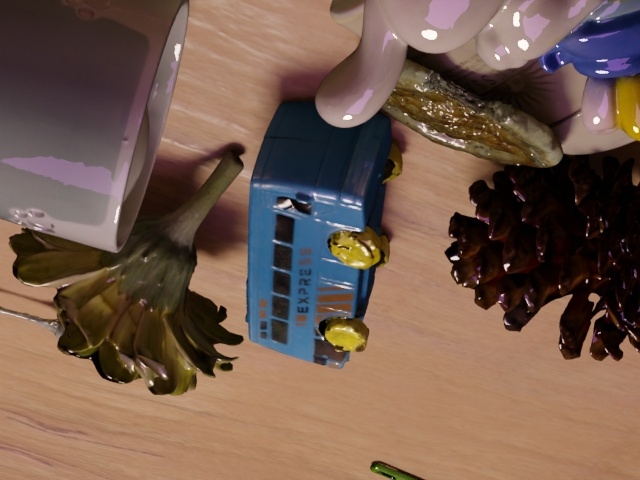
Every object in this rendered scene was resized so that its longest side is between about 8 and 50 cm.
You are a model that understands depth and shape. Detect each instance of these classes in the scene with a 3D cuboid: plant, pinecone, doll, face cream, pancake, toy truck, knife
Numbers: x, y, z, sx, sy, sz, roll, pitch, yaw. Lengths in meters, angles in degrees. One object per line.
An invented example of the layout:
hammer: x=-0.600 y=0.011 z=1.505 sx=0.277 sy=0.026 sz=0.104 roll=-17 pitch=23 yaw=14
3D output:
plant: x=-0.201 y=0.054 z=1.845 sx=0.297 sy=0.261 sz=0.306 roll=-20 pitch=148 yaw=34
pinecone: x=0.275 y=0.015 z=1.730 sx=0.292 sy=0.246 sz=0.246 roll=8 pitch=152 yaw=38
doll: x=0.197 y=-0.254 z=1.380 sx=0.366 sy=0.187 sz=0.376 roll=12 pitch=136 yaw=-13
face cream: x=0.193 y=-0.192 z=1.571 sx=0.349 sy=0.081 sz=0.173 roll=28 pitch=146 yaw=-27
pancake: x=0.141 y=-0.132 z=1.614 sx=0.254 sy=0.037 sz=0.253 roll=24 pitch=174 yaw=3
toy truck: x=0.000 y=0.000 z=1.823 sx=0.162 sy=0.161 sz=0.385 roll=14 pitch=147 yaw=6
knife: x=0.161 y=0.402 z=2.499 sx=0.212 sy=0.015 sz=0.054 roll=26 pitch=149 yaw=-27

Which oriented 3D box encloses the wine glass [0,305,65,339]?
wine glass: x=-0.350 y=0.125 z=2.143 sx=0.262 sy=0.074 sz=0.074 roll=18 pitch=144 yaw=-16

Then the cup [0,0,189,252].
cup: x=-0.291 y=-0.160 z=1.543 sx=0.275 sy=0.356 sz=0.259 roll=16 pitch=102 yaw=-3
